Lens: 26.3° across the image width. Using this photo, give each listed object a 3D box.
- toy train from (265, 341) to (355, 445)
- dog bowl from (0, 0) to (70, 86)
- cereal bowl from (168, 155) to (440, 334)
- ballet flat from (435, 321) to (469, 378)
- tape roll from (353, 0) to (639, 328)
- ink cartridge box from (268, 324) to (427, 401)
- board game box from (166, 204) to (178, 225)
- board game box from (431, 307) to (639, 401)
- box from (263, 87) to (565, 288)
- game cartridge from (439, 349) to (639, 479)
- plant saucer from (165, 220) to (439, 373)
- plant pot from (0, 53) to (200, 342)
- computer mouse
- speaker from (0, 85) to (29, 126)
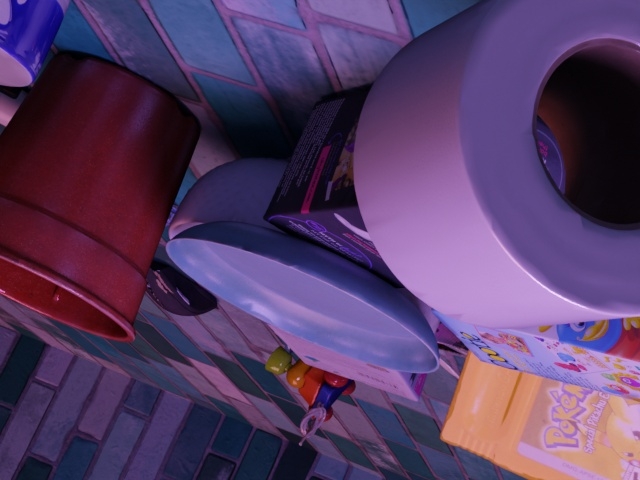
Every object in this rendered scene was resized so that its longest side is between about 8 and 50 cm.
[{"bbox_3d":[-0.031,0.228,2.255,0.143,0.248,0.105,31,127,13],"label":"toy train"},{"bbox_3d":[-0.388,-0.255,1.365,0.265,0.104,0.265,20,171,3],"label":"dog bowl"},{"bbox_3d":[0.000,0.000,1.605,0.339,0.141,0.339,23,165,7],"label":"cereal bowl"},{"bbox_3d":[0.225,0.167,1.925,0.222,0.079,0.077,23,166,3],"label":"ballet flat"},{"bbox_3d":[0.166,-0.061,0.974,0.246,0.246,0.169,30,164,-17],"label":"tape roll"},{"bbox_3d":[0.038,0.142,1.894,0.186,0.065,0.311,17,169,17],"label":"ink cartridge box"},{"bbox_3d":[-0.340,-0.081,1.996,0.194,0.060,0.194,10,160,41],"label":"board game box"},{"bbox_3d":[0.281,0.066,1.402,0.275,0.142,0.144,12,160,36],"label":"board game box"},{"bbox_3d":[0.094,-0.050,1.296,0.165,0.143,0.270,31,164,-26],"label":"box"},{"bbox_3d":[0.325,0.192,1.625,0.324,0.052,0.285,21,126,11],"label":"game cartridge"},{"bbox_3d":[-0.013,0.056,1.464,0.318,0.043,0.317,22,166,6],"label":"plant saucer"},{"bbox_3d":[-0.286,-0.058,1.612,0.272,0.265,0.272,22,165,6],"label":"plant pot"},{"bbox_3d":[-0.317,0.072,2.455,0.184,0.060,0.262,10,158,40],"label":"computer mouse"},{"bbox_3d":[-0.440,-0.194,1.788,0.136,0.055,0.055,29,164,-13],"label":"speaker"}]
